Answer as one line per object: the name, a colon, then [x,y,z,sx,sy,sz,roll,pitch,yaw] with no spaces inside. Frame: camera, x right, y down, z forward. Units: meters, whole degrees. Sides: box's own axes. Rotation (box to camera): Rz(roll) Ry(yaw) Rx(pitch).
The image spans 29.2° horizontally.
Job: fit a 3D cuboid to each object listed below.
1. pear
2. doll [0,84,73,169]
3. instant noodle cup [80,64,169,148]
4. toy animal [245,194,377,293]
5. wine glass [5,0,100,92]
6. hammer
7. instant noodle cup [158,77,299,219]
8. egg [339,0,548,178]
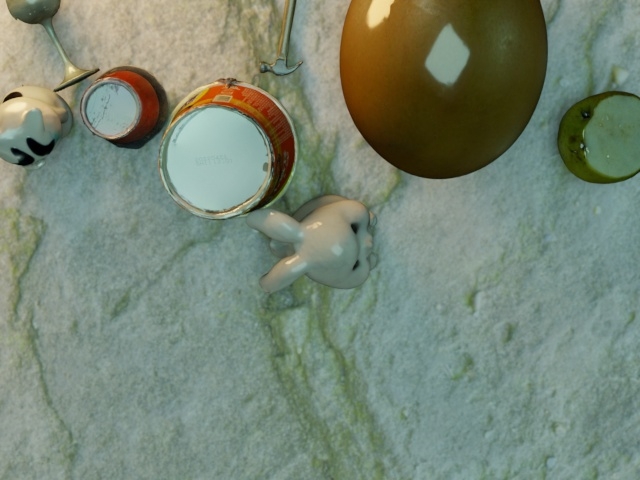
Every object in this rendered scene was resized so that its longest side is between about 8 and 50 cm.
pear: [0.406,-0.151,1.778,0.141,0.104,0.141,-4,102,-21]
doll: [-0.422,-0.163,1.774,0.110,0.180,0.107,-33,109,6]
instant noodle cup: [-0.292,-0.192,1.778,0.127,0.135,0.127,0,98,2]
toy animal: [-0.005,0.002,1.778,0.179,0.193,0.127,-1,100,10]
wine glass: [-0.402,-0.319,1.792,0.079,0.079,0.195,-26,98,6]
hammer: [-0.044,-0.332,1.808,0.062,0.017,0.182,11,98,0]
instant noodle cup: [-0.140,-0.122,1.764,0.213,0.174,0.213,1,100,3]
egg: [0.168,-0.259,1.678,0.283,0.282,0.351,8,94,1]
